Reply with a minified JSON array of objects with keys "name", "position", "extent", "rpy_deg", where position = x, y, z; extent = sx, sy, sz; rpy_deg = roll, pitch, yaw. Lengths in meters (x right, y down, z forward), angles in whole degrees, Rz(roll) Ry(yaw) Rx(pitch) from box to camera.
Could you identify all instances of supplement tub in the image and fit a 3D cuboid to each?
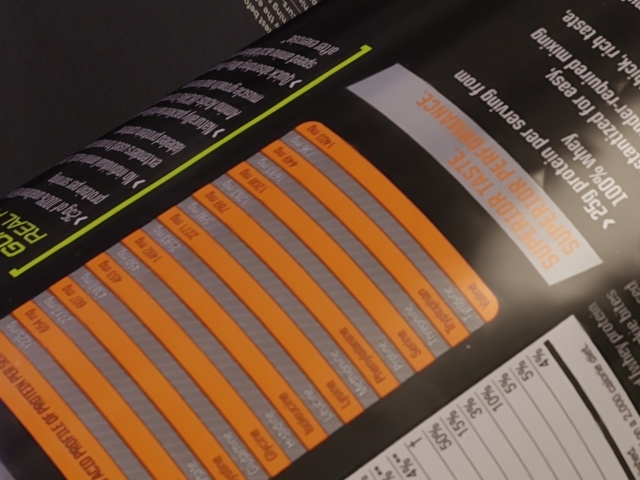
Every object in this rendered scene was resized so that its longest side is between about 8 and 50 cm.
[{"name":"supplement tub","position":[0.011,0.050,0.463],"extent":[0.316,0.193,0.193],"rpy_deg":[-33,20,-18]}]

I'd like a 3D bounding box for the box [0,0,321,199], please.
[{"name":"box","position":[-0.202,-0.055,0.904],"extent":[0.343,0.179,0.312],"rpy_deg":[-11,40,41]}]
